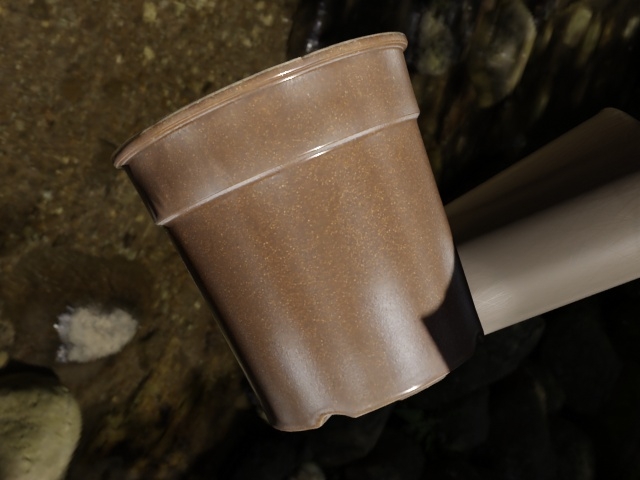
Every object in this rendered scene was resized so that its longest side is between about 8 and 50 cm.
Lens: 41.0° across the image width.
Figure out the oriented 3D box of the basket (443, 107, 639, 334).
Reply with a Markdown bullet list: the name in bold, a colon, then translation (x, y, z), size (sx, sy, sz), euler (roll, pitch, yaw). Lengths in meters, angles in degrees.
- **basket**: translation (0.217, -0.007, 0.834), size (0.227, 0.204, 0.154), euler (-27, 114, 3)

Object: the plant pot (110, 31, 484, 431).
- **plant pot**: translation (0.000, 0.000, 0.457), size (0.167, 0.167, 0.165), euler (-28, 95, -53)
